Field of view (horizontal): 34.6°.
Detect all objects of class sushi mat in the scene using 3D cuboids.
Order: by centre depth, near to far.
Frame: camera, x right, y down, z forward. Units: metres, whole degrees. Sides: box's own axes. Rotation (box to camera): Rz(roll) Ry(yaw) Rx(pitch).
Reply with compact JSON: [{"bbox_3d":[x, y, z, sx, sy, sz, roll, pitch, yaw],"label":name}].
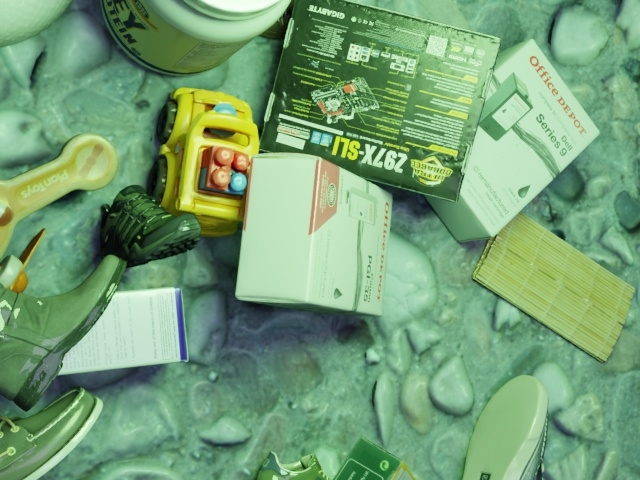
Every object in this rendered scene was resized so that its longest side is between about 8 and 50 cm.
[{"bbox_3d":[0.418,0.078,1.823,0.317,0.019,0.151,32,74,-18],"label":"sushi mat"}]

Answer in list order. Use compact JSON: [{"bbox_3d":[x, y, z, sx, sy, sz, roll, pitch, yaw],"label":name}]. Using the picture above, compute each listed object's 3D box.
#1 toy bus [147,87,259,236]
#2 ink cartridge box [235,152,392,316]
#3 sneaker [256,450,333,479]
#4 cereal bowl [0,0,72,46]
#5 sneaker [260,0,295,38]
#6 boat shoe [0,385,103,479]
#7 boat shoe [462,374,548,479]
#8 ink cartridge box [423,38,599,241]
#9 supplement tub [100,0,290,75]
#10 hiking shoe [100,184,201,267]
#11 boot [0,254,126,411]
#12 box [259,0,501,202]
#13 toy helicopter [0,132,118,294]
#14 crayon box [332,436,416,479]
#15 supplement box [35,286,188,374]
[{"bbox_3d":[-0.154,-0.125,1.502,0.149,0.211,0.220,10,81,-20],"label":"toy bus"},{"bbox_3d":[0.000,0.000,1.519,0.283,0.117,0.207,17,77,-64],"label":"ink cartridge box"},{"bbox_3d":[-0.009,0.377,1.603,0.192,0.064,0.086,14,82,-21],"label":"sneaker"},{"bbox_3d":[-0.480,-0.445,1.428,0.339,0.141,0.338,2,85,-22],"label":"cereal bowl"},{"bbox_3d":[-0.019,-0.366,1.646,0.188,0.071,0.066,-10,90,-23],"label":"sneaker"},{"bbox_3d":[-0.438,0.299,1.410,0.305,0.109,0.091,-40,106,-16],"label":"boat shoe"},{"bbox_3d":[0.328,0.407,1.725,0.158,0.127,0.340,33,75,-33],"label":"boat shoe"},{"bbox_3d":[0.295,-0.169,1.734,0.289,0.121,0.211,-42,101,-19],"label":"ink cartridge box"},{"bbox_3d":[-0.169,-0.375,1.449,0.235,0.325,0.235,2,85,-22],"label":"supplement tub"},{"bbox_3d":[-0.253,-0.024,1.446,0.086,0.227,0.114,-15,90,-42],"label":"hiking shoe"},{"bbox_3d":[-0.379,0.087,1.350,0.161,0.083,0.246,37,72,-8],"label":"boot"},{"bbox_3d":[0.089,-0.222,1.580,0.322,0.079,0.257,15,98,5],"label":"box"},{"bbox_3d":[-0.433,-0.032,1.420,0.355,0.140,0.235,-30,105,-20],"label":"toy helicopter"},{"bbox_3d":[0.077,0.453,1.559,0.203,0.083,0.323,-54,147,-17],"label":"crayon box"},{"bbox_3d":[-0.314,0.130,1.471,0.220,0.111,0.113,-5,88,-23],"label":"supplement box"}]
